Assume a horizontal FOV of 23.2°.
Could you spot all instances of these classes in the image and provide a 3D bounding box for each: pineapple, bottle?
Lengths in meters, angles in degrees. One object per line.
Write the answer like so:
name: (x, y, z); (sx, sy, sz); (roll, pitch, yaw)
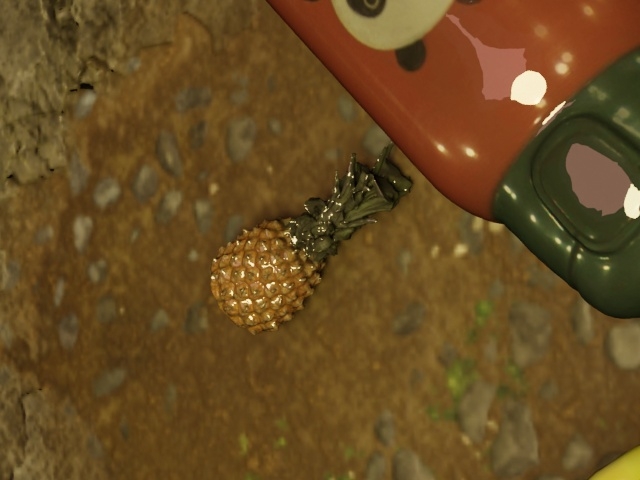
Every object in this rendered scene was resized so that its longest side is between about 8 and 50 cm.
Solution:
pineapple: (0.000, 0.000, 0.822); (0.124, 0.058, 0.058); (-33, 71, 25)
bottle: (0.069, -0.111, 0.715); (0.336, 0.144, 0.144); (49, 117, 23)

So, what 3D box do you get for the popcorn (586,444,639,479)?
popcorn: (0.196, 0.187, 0.542); (0.312, 0.312, 0.312); (0, 91, 36)
